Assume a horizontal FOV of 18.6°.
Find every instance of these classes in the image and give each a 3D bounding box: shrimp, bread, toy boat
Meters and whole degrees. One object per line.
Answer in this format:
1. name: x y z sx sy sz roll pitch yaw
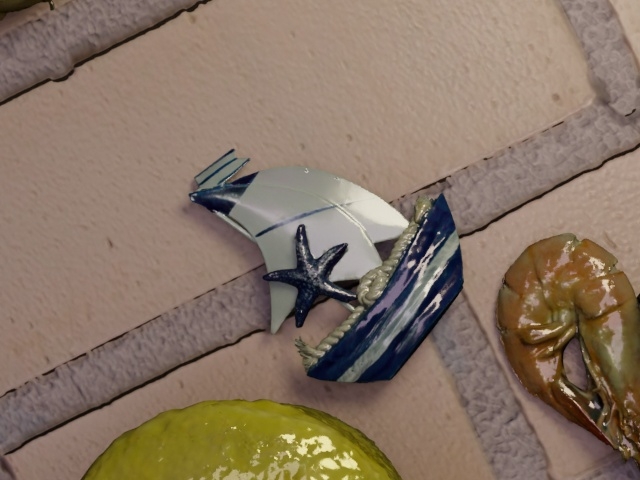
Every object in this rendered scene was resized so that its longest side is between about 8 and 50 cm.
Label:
1. shrimp: 0.268 0.125 1.933 0.145 0.061 0.267 -27 92 13
2. bread: -0.065 0.303 1.815 0.348 0.308 0.348 0 94 4
3. toy boat: -0.003 0.031 1.949 0.291 0.070 0.210 13 83 7

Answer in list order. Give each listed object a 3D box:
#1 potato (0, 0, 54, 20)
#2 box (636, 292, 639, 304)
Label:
1. potato: -0.380 -0.383 1.908 0.359 0.219 0.270 27 96 6
2. box: 0.409 0.021 1.890 0.201 0.141 0.058 -32 81 -1
